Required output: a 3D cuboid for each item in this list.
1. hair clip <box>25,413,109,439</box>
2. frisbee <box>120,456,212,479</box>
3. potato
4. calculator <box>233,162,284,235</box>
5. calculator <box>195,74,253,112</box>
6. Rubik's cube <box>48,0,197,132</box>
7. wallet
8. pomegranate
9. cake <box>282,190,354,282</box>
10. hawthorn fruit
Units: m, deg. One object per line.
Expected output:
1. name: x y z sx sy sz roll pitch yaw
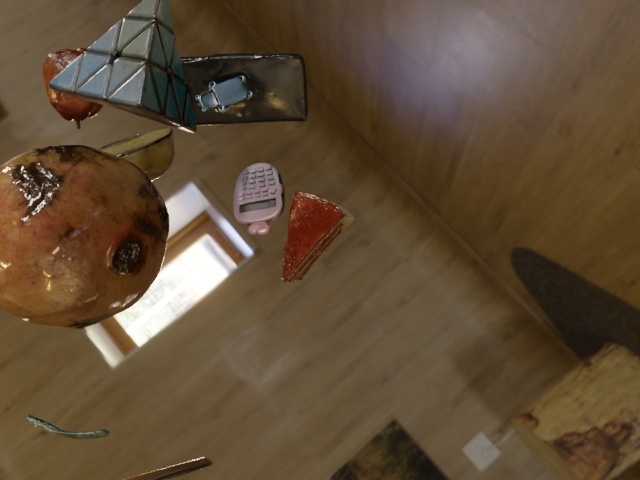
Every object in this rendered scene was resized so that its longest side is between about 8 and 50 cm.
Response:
1. hair clip: -0.632 0.469 1.673 0.229 0.036 0.066 6 156 14
2. frisbee: -0.309 0.409 1.147 0.251 0.251 0.021 91 163 -75
3. potato: -0.483 -0.195 1.706 0.299 0.239 0.115 -85 -15 -71
4. calculator: -0.118 -0.079 1.297 0.024 0.103 0.165 63 -159 -59
5. calculator: -0.248 -0.373 1.728 0.019 0.141 0.094 106 141 -75
6. Rubik's cube: -0.361 -0.320 1.337 0.233 0.228 0.229 52 141 3
7. wallet: -0.224 -0.403 1.801 0.051 0.378 0.197 -94 1 -57
8. pomegranate: -0.407 -0.007 1.113 0.322 0.322 0.322 48 170 12
9. cake: 0.000 0.000 1.910 0.160 0.261 0.158 8 -179 20
10. hawthorn fruit: -0.602 -0.392 1.677 0.173 0.174 0.178 72 -168 -64
